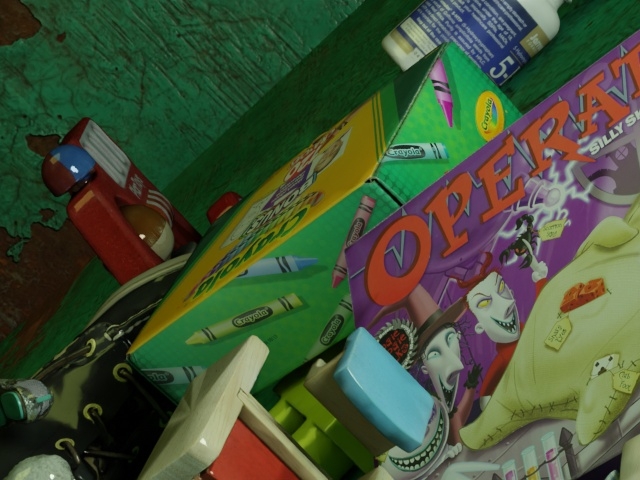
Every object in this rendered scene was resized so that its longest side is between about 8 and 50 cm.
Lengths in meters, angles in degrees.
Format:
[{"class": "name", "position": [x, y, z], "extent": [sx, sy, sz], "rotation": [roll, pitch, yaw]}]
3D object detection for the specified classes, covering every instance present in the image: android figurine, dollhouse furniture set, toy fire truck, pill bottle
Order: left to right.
[{"class": "toy fire truck", "position": [-0.169, 0.001, 1.483], "extent": [0.169, 0.254, 0.302], "rotation": [-43, 11, 8]}, {"class": "android figurine", "position": [0.053, 0.061, 1.015], "extent": [0.273, 0.056, 0.248], "rotation": [-47, 12, -5]}, {"class": "dollhouse furniture set", "position": [0.042, 0.114, 0.535], "extent": [0.129, 0.184, 0.129], "rotation": [-38, 13, 28]}, {"class": "pill bottle", "position": [0.160, -0.210, 1.456], "extent": [0.186, 0.112, 0.112], "rotation": [-43, 12, 8]}]

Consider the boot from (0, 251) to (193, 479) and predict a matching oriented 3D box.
[{"class": "boot", "position": [-0.186, 0.176, 1.233], "extent": [0.377, 0.138, 0.284], "rotation": [-31, 20, 11]}]

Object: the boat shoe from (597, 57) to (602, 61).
[{"class": "boat shoe", "position": [0.156, -0.022, 0.862], "extent": [0.095, 0.095, 0.257], "rotation": [-45, 10, 30]}]

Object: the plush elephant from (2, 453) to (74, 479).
[{"class": "plush elephant", "position": [-0.204, 0.232, 0.861], "extent": [0.255, 0.330, 0.272], "rotation": [-21, 24, -7]}]

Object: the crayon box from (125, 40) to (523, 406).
[{"class": "crayon box", "position": [0.000, 0.000, 1.058], "extent": [0.278, 0.081, 0.165], "rotation": [-35, 17, 40]}]

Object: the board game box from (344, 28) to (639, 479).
[{"class": "board game box", "position": [0.154, -0.001, 0.689], "extent": [0.347, 0.056, 0.208], "rotation": [-38, 36, 30]}]

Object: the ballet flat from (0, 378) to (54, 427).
[{"class": "ballet flat", "position": [-0.238, 0.125, 1.203], "extent": [0.041, 0.041, 0.114], "rotation": [-50, 22, -25]}]
